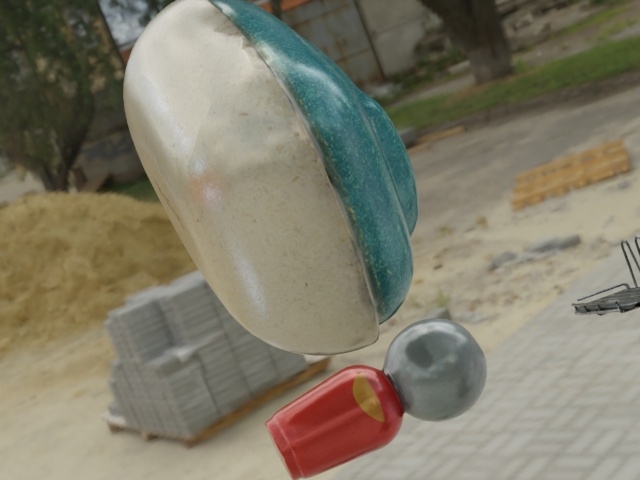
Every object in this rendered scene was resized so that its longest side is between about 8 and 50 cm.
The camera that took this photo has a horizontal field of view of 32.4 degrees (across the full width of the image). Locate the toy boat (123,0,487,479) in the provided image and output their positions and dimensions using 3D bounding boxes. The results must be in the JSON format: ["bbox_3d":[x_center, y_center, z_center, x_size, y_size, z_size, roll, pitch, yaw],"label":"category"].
[{"bbox_3d":[0.000,0.000,0.648,0.148,0.318,0.267,-26,32,-9],"label":"toy boat"}]

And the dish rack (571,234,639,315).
[{"bbox_3d":[0.365,0.003,1.022,0.271,0.074,0.208,-20,-4,-7],"label":"dish rack"}]
